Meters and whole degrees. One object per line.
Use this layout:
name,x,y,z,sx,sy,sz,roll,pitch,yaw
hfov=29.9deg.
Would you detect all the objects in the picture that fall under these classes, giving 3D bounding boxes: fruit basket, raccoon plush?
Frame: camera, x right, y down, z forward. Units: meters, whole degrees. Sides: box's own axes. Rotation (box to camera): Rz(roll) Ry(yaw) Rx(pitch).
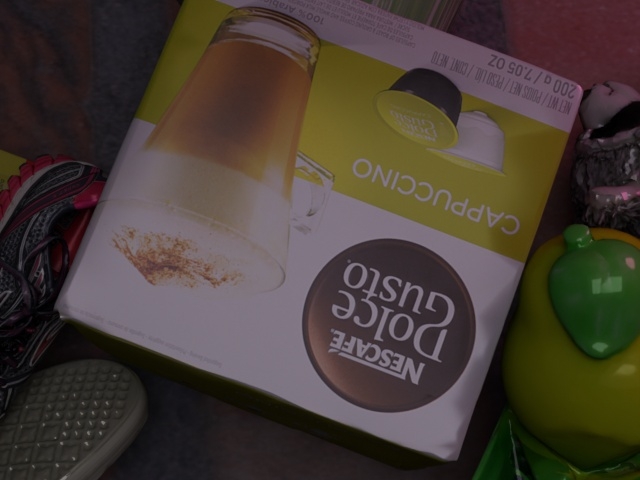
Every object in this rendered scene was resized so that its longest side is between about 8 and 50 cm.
fruit basket,0.269,0.150,1.023,0.283,0.392,0.392,26,78,8
raccoon plush,0.454,-0.042,1.155,0.446,0.216,0.299,37,83,29

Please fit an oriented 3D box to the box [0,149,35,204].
box,-0.302,-0.038,1.167,0.232,0.058,0.087,23,73,-40

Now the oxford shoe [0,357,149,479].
oxford shoe,-0.341,0.285,1.136,0.449,0.130,0.169,-43,45,-13

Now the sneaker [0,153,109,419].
sneaker,-0.282,0.059,1.088,0.121,0.112,0.299,30,83,-41

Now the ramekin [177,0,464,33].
ramekin,-0.001,-0.263,1.182,0.303,0.303,0.148,21,85,2

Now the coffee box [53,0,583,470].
coffee box,0.000,0.000,1.099,0.337,0.338,0.334,21,79,2
